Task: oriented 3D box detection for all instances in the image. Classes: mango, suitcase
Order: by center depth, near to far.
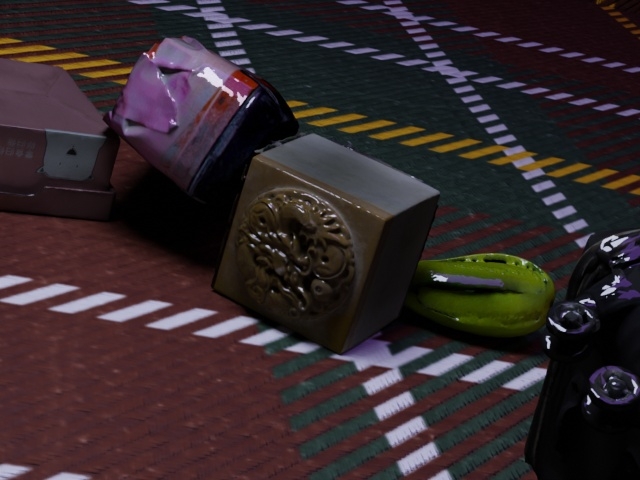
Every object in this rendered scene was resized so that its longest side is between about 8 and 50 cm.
[{"bbox_3d":[0.340,0.106,1.129,0.434,0.283,0.194,-10,45,-15],"label":"suitcase"},{"bbox_3d":[0.144,0.052,1.537,0.165,0.074,0.091,6,25,-2],"label":"mango"}]

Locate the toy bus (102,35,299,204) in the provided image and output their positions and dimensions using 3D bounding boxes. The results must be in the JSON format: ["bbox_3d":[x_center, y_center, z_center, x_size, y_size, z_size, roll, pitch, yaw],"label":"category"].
[{"bbox_3d":[-0.111,-0.118,1.569,0.147,0.127,0.303,35,5,3],"label":"toy bus"}]

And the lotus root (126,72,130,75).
[{"bbox_3d":[-0.157,-0.172,1.867,0.150,0.062,0.073,27,23,20],"label":"lotus root"}]

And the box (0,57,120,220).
[{"bbox_3d":[-0.323,-0.109,1.547,0.215,0.086,0.215,5,24,-28],"label":"box"}]

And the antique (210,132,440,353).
[{"bbox_3d":[0.000,0.000,1.450,0.152,0.146,0.148,25,25,20],"label":"antique"}]
